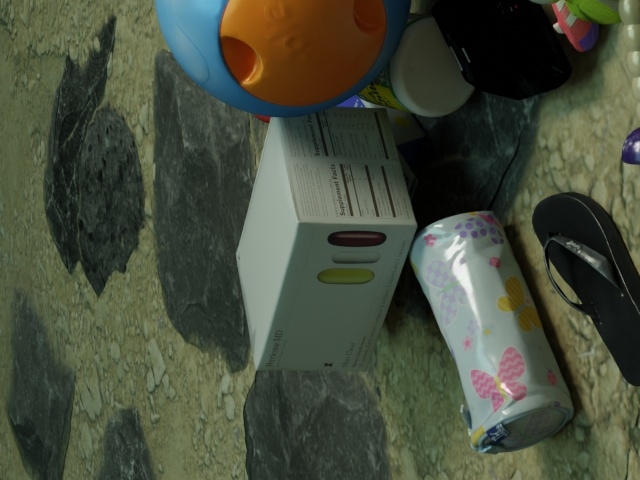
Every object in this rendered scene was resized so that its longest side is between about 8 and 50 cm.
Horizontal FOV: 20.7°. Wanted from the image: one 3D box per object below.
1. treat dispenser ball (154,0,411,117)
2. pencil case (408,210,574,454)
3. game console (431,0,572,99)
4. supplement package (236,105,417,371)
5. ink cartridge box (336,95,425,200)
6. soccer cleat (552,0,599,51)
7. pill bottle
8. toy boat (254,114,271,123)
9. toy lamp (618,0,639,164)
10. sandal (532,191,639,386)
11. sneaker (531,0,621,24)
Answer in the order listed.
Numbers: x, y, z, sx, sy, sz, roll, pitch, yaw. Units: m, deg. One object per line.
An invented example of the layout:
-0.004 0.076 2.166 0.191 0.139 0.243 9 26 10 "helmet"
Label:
-0.041 -0.282 1.957 0.288 0.288 0.288 175 90 -65 "treat dispenser ball"
0.188 0.103 1.970 0.124 0.113 0.273 -41 56 40 "pencil case"
0.145 -0.316 1.887 0.361 0.044 0.213 62 167 -7 "game console"
0.000 0.000 2.110 0.262 0.145 0.204 106 160 -44 "supplement package"
0.047 -0.065 2.299 0.307 0.072 0.304 59 144 39 "ink cartridge box"
0.254 -0.319 1.801 0.083 0.095 0.248 -25 -83 -77 "soccer cleat"
0.093 -0.217 2.108 0.208 0.117 0.118 23 116 61 "pill bottle"
-0.067 -0.270 2.396 0.151 0.151 0.231 -127 40 -49 "toy boat"
0.297 -0.213 1.664 0.080 0.080 0.275 18 122 63 "toy lamp"
0.284 0.041 1.823 0.254 0.054 0.097 -119 34 -40 "sandal"
0.219 -0.298 1.705 0.091 0.240 0.126 -3 75 48 "sneaker"
